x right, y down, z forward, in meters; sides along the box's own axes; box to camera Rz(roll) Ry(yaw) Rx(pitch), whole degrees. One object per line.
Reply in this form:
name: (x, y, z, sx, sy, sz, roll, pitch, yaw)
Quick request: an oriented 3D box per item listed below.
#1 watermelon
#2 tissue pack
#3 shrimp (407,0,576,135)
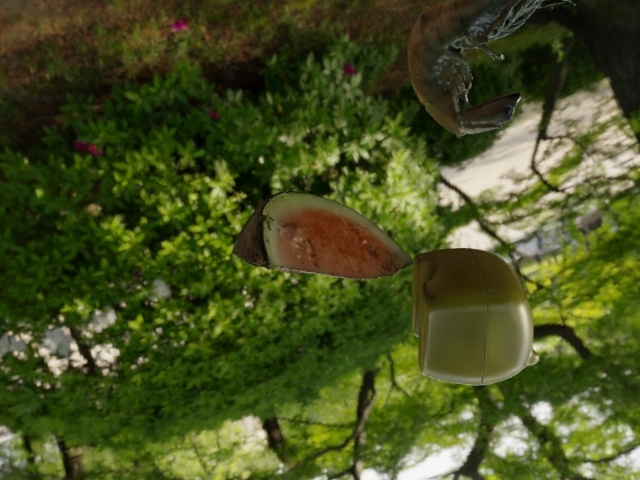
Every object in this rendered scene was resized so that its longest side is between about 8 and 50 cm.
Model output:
watermelon: (-0.002, 0.006, 0.781, 0.245, 0.119, 0.063, 4, 124, -54)
tissue pack: (0.167, 0.078, 0.858, 0.127, 0.123, 0.178, -2, -164, 2)
shrimp: (0.208, -0.222, 0.880, 0.058, 0.169, 0.296, -22, 180, -38)
